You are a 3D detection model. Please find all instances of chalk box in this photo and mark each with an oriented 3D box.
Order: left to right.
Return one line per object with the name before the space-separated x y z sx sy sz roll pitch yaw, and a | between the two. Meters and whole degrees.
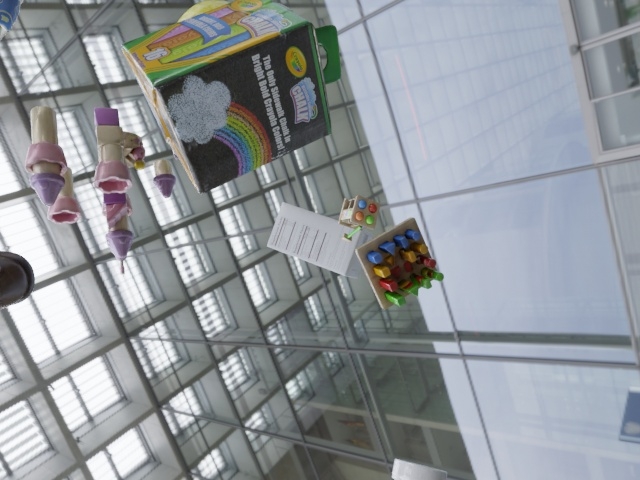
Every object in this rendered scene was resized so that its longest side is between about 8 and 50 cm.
chalk box | -0.104 -0.235 0.698 0.289 0.179 0.180 -28 -42 -15

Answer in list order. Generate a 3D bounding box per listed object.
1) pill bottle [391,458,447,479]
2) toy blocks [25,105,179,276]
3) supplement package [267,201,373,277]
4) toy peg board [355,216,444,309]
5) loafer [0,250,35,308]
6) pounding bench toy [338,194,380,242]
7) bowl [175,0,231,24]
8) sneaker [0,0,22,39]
pill bottle | 0.080 0.265 0.418 0.067 0.067 0.120 33 -118 -40
toy blocks | -0.402 -0.091 0.958 0.308 0.288 0.260 -6 -109 -22
supplement package | 0.000 0.000 1.308 0.134 0.244 0.139 -70 -20 -1
toy peg board | 0.189 0.056 1.053 0.161 0.079 0.161 -29 -75 -13
loafer | -0.680 0.065 0.752 0.365 0.130 0.134 -3 -82 -19
pounding bench toy | 0.071 -0.037 0.889 0.052 0.065 0.083 18 -97 -20
bowl | -0.187 -0.378 1.065 0.289 0.156 0.290 -38 -39 -38
sneaker | -0.573 -0.370 0.772 0.080 0.211 0.081 18 -108 -56
